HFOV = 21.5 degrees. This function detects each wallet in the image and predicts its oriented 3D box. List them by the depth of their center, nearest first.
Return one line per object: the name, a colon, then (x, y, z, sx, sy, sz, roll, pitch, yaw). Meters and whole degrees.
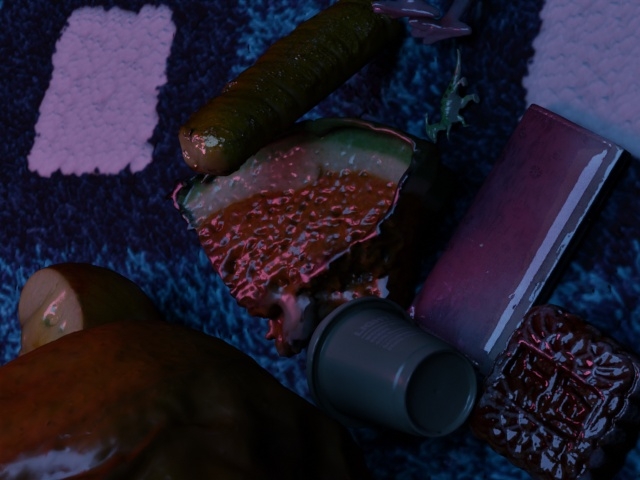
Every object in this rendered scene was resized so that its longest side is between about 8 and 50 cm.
wallet: (0.171, -0.002, 1.494, 0.119, 0.025, 0.232, 34, 95, 40)

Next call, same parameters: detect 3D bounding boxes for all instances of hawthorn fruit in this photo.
hawthorn fruit: (-0.164, 0.283, 1.391, 0.472, 0.472, 0.471, -15, 64, 33)

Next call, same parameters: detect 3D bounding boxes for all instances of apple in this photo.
apple: (-0.236, 0.121, 1.677, 0.173, 0.160, 0.195, -1, 71, 34)

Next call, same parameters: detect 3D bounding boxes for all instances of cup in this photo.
cup: (0.066, 0.114, 1.456, 0.141, 0.120, 0.120, 11, 80, 55)

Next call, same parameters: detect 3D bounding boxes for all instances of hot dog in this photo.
hot dog: (-0.028, -0.153, 1.581, 0.083, 0.068, 0.289, -2, 30, 44)

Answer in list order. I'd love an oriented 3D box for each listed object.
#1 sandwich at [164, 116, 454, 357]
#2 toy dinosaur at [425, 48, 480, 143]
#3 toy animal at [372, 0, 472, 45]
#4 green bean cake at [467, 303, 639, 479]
sandwich: (0.006, -0.013, 1.580, 0.292, 0.109, 0.212, -29, 64, 30)
toy dinosaur: (0.120, -0.132, 1.589, 0.062, 0.021, 0.083, -30, 57, 41)
toy animal: (0.136, -0.281, 1.588, 0.367, 0.081, 0.205, 24, 78, 41)
green bean cake: (0.201, 0.132, 1.399, 0.135, 0.056, 0.135, 33, 95, 42)
